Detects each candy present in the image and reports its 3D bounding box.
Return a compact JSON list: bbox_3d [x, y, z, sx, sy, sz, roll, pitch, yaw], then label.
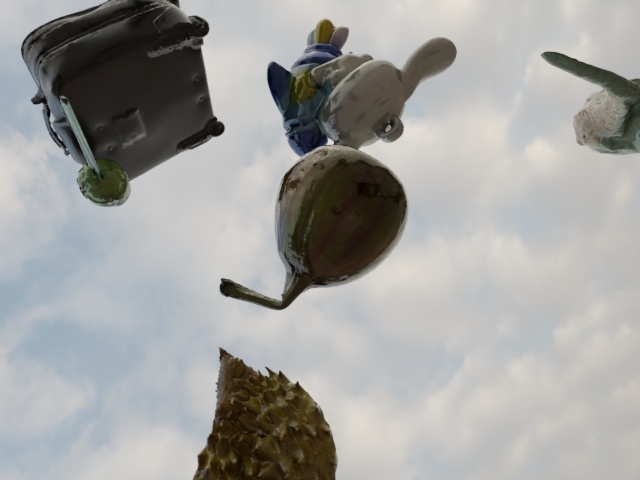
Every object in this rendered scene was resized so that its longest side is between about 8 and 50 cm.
[{"bbox_3d":[-0.382,-0.140,0.792,0.092,0.335,0.093,-3,-105,-15],"label":"candy"}]

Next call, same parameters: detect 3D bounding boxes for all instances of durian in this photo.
[{"bbox_3d":[-0.070,0.313,0.665,0.185,0.196,0.305,18,-106,-74],"label":"durian"}]

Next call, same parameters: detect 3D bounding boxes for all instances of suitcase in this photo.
[{"bbox_3d":[-0.382,-0.292,0.961,0.339,0.188,0.345,-37,-17,-21],"label":"suitcase"}]

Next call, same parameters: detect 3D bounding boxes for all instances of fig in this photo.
[{"bbox_3d":[0.007,-0.008,0.489,0.148,0.142,0.186,27,-111,-12],"label":"fig"}]

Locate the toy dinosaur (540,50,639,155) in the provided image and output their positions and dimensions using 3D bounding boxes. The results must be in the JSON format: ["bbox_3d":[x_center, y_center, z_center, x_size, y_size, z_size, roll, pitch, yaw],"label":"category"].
[{"bbox_3d":[0.335,-0.133,0.476,0.393,0.205,0.092,-12,-81,-32],"label":"toy dinosaur"}]

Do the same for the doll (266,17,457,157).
[{"bbox_3d":[0.038,-0.288,0.982,0.376,0.366,0.187,-40,-36,-15],"label":"doll"}]
